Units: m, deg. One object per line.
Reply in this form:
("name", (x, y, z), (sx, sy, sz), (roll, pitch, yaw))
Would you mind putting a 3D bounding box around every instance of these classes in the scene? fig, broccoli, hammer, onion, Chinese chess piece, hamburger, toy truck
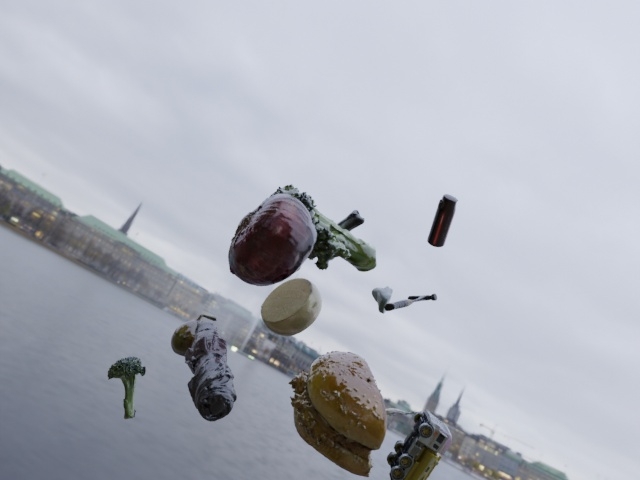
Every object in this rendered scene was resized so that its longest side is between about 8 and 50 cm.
("fig", (-0.514, 0.377, 2.011), (0.148, 0.186, 0.142), (20, -11, -10))
("broccoli", (-0.648, 0.493, 1.685), (0.122, 0.204, 0.118), (-5, -21, -21))
("hammer", (0.228, 0.163, 1.321), (0.078, 0.021, 0.201), (-11, -5, 40))
("broccoli", (-0.020, -0.028, 1.556), (0.397, 0.275, 0.353), (-3, 53, -55))
("onion", (-0.116, 0.004, 1.228), (0.190, 0.246, 0.246), (45, -19, -16))
("Chinese chess piece", (-0.113, 0.261, 1.968), (0.251, 0.251, 0.097), (10, -39, 49))
("hamburger", (0.038, 0.551, 1.703), (0.287, 0.268, 0.445), (10, 26, -21))
("toy truck", (0.275, 0.597, 1.400), (0.114, 0.227, 0.098), (32, 3, -2))

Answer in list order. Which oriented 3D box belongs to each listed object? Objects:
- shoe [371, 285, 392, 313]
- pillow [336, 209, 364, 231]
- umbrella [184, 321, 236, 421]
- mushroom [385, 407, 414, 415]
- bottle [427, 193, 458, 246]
("shoe", (0.229, 0.218, 1.910), (0.078, 0.079, 0.195), (22, 13, 12))
("pillow", (0.117, -0.067, 2.089), (0.091, 0.135, 0.055), (53, 8, 24))
("umbrella", (-0.228, 0.249, 1.019), (0.094, 0.090, 0.326), (8, 12, -20))
("mushroom", (0.232, 0.694, 1.950), (0.068, 0.306, 0.043), (99, -28, -52))
("bottle", (0.365, -0.061, 1.499), (0.060, 0.060, 0.164), (23, -54, 19))
